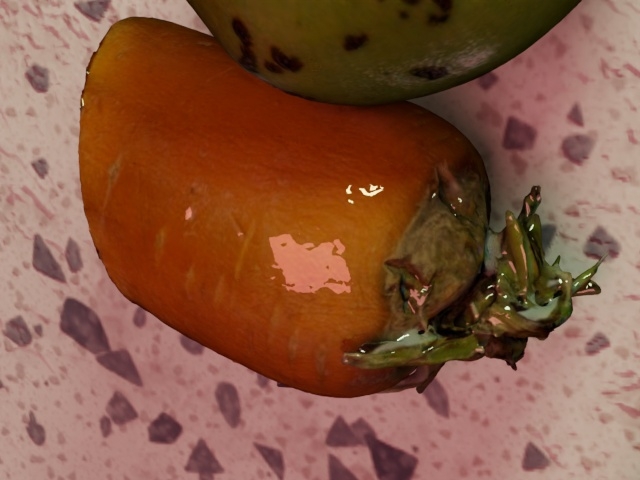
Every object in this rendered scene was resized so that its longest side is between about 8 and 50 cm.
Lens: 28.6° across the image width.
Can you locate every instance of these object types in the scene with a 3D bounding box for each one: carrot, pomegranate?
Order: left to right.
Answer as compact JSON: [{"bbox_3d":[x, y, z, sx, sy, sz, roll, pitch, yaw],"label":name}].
[{"bbox_3d":[0.000,0.000,0.793,0.331,0.193,0.214,19,97,21],"label":"carrot"},{"bbox_3d":[0.040,-0.207,0.640,0.291,0.323,0.290,0,94,0],"label":"pomegranate"}]
